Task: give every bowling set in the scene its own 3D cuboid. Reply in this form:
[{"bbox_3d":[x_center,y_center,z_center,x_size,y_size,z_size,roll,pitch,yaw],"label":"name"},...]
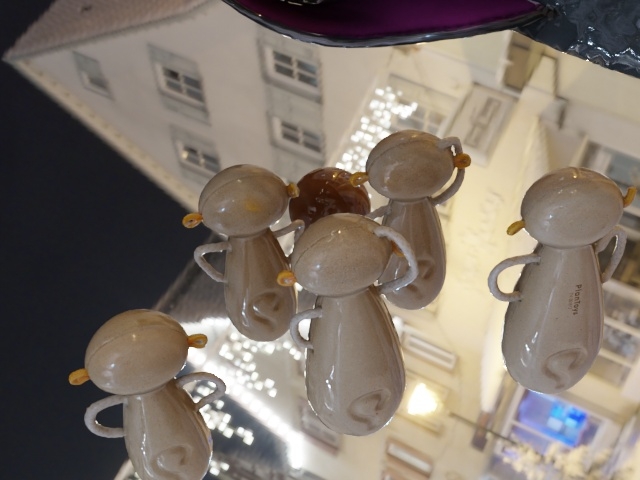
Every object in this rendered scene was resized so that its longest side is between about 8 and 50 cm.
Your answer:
[{"bbox_3d":[0.000,0.000,0.535,0.154,0.287,0.200,83,168,-46],"label":"bowling set"}]

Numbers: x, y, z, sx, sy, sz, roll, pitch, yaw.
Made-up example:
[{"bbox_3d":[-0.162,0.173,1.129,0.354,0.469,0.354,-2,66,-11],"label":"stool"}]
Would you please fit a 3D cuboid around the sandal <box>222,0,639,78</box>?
[{"bbox_3d":[0.033,-0.146,0.412,0.107,0.446,0.167,-51,-33,-23],"label":"sandal"}]
